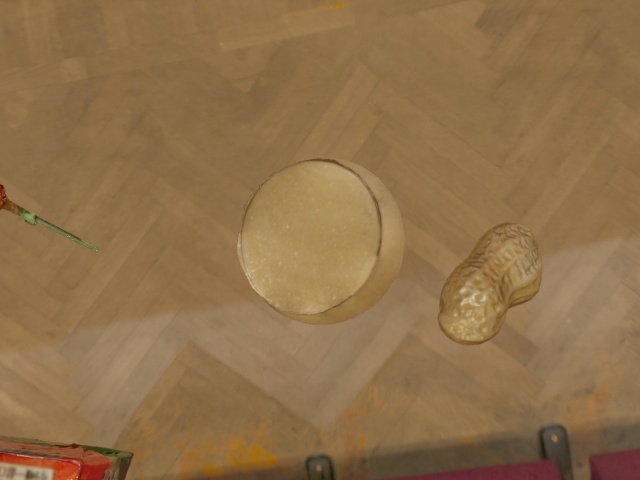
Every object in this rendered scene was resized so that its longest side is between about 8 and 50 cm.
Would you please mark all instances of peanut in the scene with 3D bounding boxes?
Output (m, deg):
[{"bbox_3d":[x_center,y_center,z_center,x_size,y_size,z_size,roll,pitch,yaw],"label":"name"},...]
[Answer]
[{"bbox_3d":[0.215,0.056,0.923,0.098,0.214,0.090,46,143,5],"label":"peanut"}]

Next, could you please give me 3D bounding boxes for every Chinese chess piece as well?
[{"bbox_3d":[0.000,0.000,1.466,0.337,0.140,0.338,-4,80,23],"label":"Chinese chess piece"}]

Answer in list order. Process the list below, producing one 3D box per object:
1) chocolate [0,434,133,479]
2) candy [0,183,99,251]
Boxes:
[{"bbox_3d":[-0.541,0.416,1.247,0.360,0.341,0.162,7,76,1],"label":"chocolate"},{"bbox_3d":[-0.559,-0.048,1.418,0.287,0.078,0.084,30,87,-29],"label":"candy"}]
